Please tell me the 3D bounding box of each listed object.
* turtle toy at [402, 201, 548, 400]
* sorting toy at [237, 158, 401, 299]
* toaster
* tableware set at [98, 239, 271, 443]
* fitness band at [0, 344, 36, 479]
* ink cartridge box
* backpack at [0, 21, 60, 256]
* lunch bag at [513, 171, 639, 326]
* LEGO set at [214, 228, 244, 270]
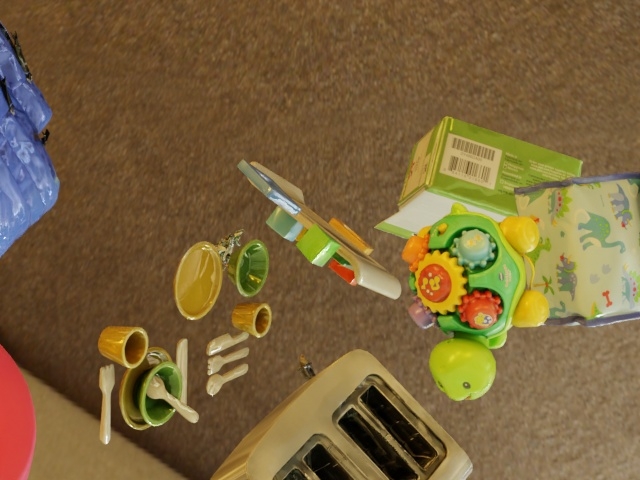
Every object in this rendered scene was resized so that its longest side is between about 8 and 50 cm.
[{"bbox_3d":[0.095,0.040,0.693,0.095,0.066,0.130,-7,91,45],"label":"turtle toy"},{"bbox_3d":[0.000,0.000,1.245,0.196,0.347,0.047,43,96,20],"label":"sorting toy"},{"bbox_3d":[0.013,0.198,0.877,0.186,0.168,0.110,47,145,3],"label":"toaster"},{"bbox_3d":[-0.074,0.054,0.622,0.024,0.154,0.104,10,104,29],"label":"tableware set"},{"bbox_3d":[-0.275,0.078,0.486,0.290,0.209,0.054,11,112,-35],"label":"fitness band"},{"bbox_3d":[0.195,-0.055,1.370,0.188,0.255,0.097,17,76,-9],"label":"ink cartridge box"},{"bbox_3d":[-0.186,-0.051,0.529,0.098,0.101,0.120,5,130,39],"label":"backpack"},{"bbox_3d":[0.258,0.005,0.915,0.151,0.096,0.129,-5,89,-30],"label":"lunch bag"},{"bbox_3d":[-0.108,0.012,1.192,0.023,0.054,0.083,32,159,12],"label":"LEGO set"}]
